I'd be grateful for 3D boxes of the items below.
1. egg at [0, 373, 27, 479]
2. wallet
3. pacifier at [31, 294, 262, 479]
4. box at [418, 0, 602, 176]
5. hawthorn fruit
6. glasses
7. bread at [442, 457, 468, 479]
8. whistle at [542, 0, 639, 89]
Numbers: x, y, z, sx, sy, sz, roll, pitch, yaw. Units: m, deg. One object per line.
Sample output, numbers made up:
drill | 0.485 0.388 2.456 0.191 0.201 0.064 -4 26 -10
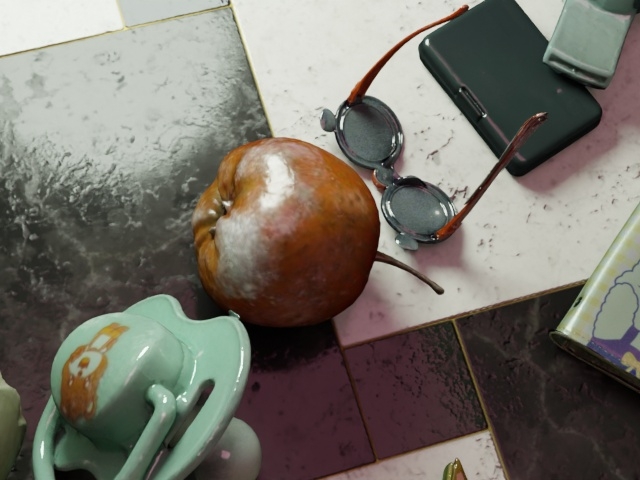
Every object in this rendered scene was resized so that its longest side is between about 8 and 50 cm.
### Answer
egg | -0.501 0.228 1.547 0.336 0.278 0.278 -35 77 -21
wallet | 0.464 0.055 1.816 0.223 0.077 0.309 32 72 9
pacifier | -0.177 0.216 1.621 0.269 0.343 0.288 43 76 -29
box | 0.255 -0.212 1.902 0.160 0.050 0.230 -33 77 -16
hawthorn fruit | -0.040 -0.007 1.724 0.231 0.263 0.235 -32 62 19
glasses | 0.131 -0.142 1.757 0.118 0.268 0.234 -21 71 -32
bread | 0.182 0.336 1.688 0.084 0.074 0.139 12 68 -1
whistle | 0.395 -0.353 1.903 0.163 0.163 0.289 23 50 2
